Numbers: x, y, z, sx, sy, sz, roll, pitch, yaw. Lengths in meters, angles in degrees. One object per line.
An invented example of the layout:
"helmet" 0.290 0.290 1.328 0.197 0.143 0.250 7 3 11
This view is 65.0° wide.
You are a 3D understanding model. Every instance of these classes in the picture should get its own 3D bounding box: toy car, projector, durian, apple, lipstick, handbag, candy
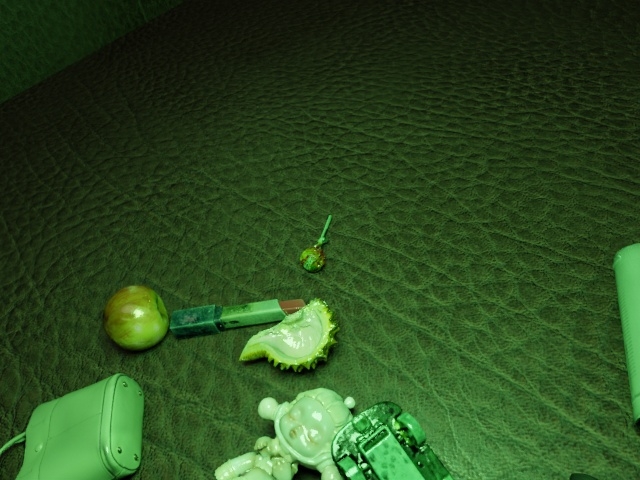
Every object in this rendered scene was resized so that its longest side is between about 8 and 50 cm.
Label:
"toy car" 0.140 0.400 0.752 0.136 0.125 0.306 -30 69 -19
"projector" 0.577 0.159 0.862 0.108 0.108 0.338 3 49 19
"durian" -0.058 0.213 1.027 0.224 0.078 0.140 -21 57 12
"apple" -0.415 0.174 1.122 0.146 0.147 0.147 -8 46 9
"lipstick" -0.176 0.166 1.119 0.311 0.051 0.051 -10 44 6
"handbag" -0.501 0.406 0.987 0.315 0.109 0.241 -26 43 10
"candy" 0.000 0.000 1.233 0.060 0.061 0.201 3 41 19

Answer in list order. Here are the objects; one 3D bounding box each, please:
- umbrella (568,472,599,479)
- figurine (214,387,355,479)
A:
"umbrella" 0.308 0.466 0.648 0.113 0.106 0.358 31 57 15
"figurine" -0.033 0.355 0.849 0.256 0.145 0.182 -37 28 -15
